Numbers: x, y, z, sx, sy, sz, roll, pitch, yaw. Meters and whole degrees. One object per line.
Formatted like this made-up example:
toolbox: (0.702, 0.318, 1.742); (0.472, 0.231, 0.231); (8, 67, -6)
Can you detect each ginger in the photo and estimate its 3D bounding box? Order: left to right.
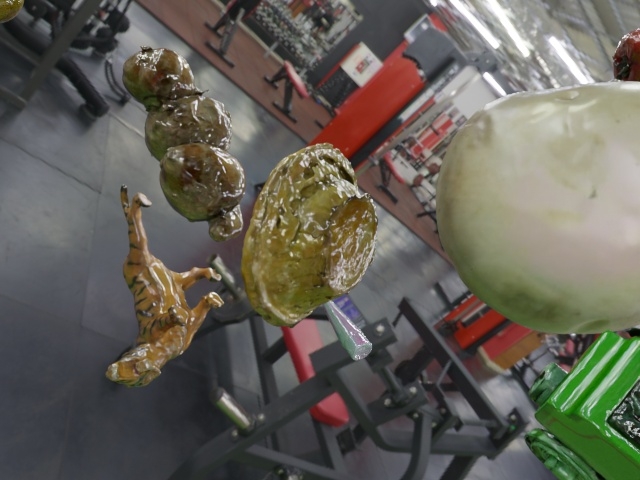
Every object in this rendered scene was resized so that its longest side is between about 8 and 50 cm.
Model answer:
ginger: (-0.247, -0.169, 1.001); (0.256, 0.176, 0.375); (49, 19, -77)

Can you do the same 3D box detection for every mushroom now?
mushroom: (0.338, -0.065, 0.716); (0.325, 0.353, 0.353); (50, 17, -11)

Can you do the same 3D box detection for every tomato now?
tomato: (0.757, -0.397, 1.184); (0.187, 0.151, 0.187); (1, 90, -83)

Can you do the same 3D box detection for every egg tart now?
egg tart: (0.000, 0.000, 0.648); (0.106, 0.241, 0.241); (14, 1, 28)

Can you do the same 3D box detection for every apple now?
apple: (-0.504, -0.382, 0.802); (0.074, 0.089, 0.089); (-16, 64, -49)

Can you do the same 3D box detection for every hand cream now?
hand cream: (0.038, 0.165, 1.049); (0.174, 0.047, 0.076); (50, -13, 42)

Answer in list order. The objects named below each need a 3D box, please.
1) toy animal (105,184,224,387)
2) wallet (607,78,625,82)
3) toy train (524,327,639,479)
toy animal: (-0.207, 0.044, 0.641); (0.114, 0.116, 0.255); (31, 30, -57)
wallet: (0.492, -0.214, 0.950); (0.039, 0.118, 0.152); (13, -15, -7)
toy train: (0.312, 0.201, 0.482); (0.243, 0.132, 0.188); (40, -18, 27)
